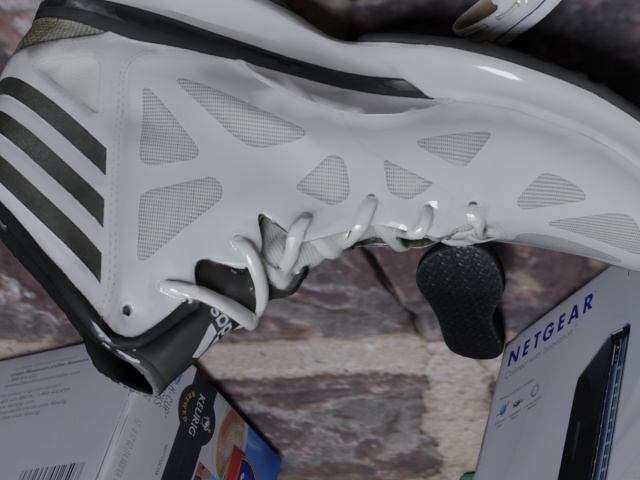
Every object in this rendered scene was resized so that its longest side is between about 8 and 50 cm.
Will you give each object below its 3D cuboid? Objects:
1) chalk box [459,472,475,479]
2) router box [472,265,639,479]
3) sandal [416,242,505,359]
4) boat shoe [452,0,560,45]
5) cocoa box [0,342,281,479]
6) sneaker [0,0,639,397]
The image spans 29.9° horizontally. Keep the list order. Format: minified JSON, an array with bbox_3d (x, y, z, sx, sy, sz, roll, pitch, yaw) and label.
[{"bbox_3d":[0.203,0.295,1.112,0.132,0.132,0.213,-11,133,28],"label":"chalk box"},{"bbox_3d":[0.210,0.146,0.791,0.082,0.301,0.335,27,144,-10],"label":"router box"},{"bbox_3d":[0.115,0.039,0.940,0.067,0.040,0.179,9,153,16],"label":"sandal"},{"bbox_3d":[0.118,-0.150,0.732,0.035,0.035,0.100,30,143,-19],"label":"boat shoe"},{"bbox_3d":[-0.254,0.262,1.143,0.347,0.231,0.228,-13,131,30],"label":"cocoa box"},{"bbox_3d":[-0.001,0.000,0.738,0.448,0.257,0.169,18,160,4],"label":"sneaker"}]
